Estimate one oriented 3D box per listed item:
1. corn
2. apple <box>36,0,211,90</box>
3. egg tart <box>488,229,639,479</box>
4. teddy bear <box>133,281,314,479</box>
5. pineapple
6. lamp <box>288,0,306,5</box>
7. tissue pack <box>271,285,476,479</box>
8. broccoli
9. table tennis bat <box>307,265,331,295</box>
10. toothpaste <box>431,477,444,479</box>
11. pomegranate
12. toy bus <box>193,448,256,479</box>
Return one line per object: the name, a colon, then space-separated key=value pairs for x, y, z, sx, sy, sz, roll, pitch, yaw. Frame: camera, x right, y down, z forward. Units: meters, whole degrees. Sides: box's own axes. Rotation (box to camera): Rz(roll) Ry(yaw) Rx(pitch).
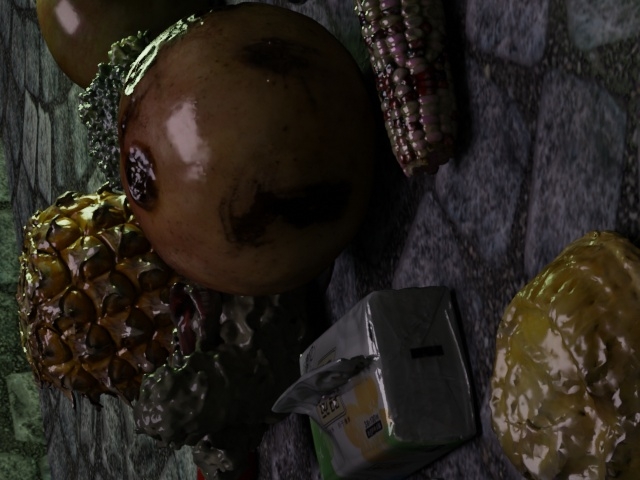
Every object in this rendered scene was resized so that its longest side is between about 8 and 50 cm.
corn: x=0.085 y=-0.203 z=1.580 sx=0.092 sy=0.092 sz=0.280 roll=142 pitch=119 yaw=-66
apple: x=-0.282 y=-0.318 z=2.329 sx=0.234 sy=0.257 sz=0.257 roll=120 pitch=142 yaw=-60
egg tart: x=0.204 y=0.112 z=1.291 sx=0.232 sy=0.098 sz=0.252 roll=-120 pitch=37 yaw=-45
teddy bear: x=-0.131 y=0.144 z=2.054 sx=0.367 sy=0.224 sz=0.357 roll=119 pitch=156 yaw=-61
pineapple: x=-0.282 y=0.086 z=2.340 sx=0.352 sy=0.300 sz=0.352 roll=176 pitch=90 yaw=-76
lamp: x=-0.058 y=-0.436 z=1.856 sx=0.314 sy=0.182 sz=0.182 roll=82 pitch=171 yaw=-50
tissue pack: x=0.042 y=0.156 z=1.656 sx=0.229 sy=0.145 sz=0.159 roll=133 pitch=130 yaw=-64
broccoli: x=-0.202 y=-0.150 z=2.126 sx=0.288 sy=0.235 sz=0.260 roll=150 pitch=123 yaw=-75
table tennis bat: x=0.000 y=0.000 z=1.943 sx=0.156 sy=0.013 sz=0.087 roll=108 pitch=152 yaw=-46
toothpaste: x=0.122 y=0.350 z=1.628 sx=0.060 sy=0.038 sz=0.233 roll=-158 pitch=64 yaw=-72
pomegranate: x=-0.078 y=-0.098 z=1.773 sx=0.322 sy=0.322 sz=0.322 roll=177 pitch=90 yaw=-70
toy bus: x=-0.132 y=0.344 z=2.270 sx=0.077 sy=0.079 sz=0.174 roll=34 pitch=124 yaw=55
